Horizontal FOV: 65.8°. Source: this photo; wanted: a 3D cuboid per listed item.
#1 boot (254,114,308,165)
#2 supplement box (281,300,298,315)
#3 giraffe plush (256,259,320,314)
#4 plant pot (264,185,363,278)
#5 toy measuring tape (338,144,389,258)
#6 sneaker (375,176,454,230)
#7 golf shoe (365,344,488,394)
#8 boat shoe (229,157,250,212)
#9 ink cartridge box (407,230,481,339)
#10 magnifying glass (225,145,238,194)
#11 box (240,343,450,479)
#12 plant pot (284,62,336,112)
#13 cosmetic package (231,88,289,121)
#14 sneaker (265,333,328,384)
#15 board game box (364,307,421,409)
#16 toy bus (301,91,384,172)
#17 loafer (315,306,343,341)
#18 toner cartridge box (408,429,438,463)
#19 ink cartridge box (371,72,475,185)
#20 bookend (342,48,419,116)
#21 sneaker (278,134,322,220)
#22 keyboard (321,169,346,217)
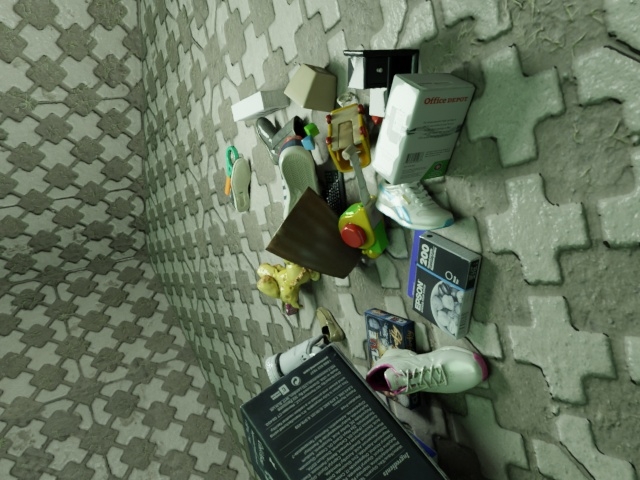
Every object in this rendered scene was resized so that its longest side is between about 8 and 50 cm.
[{"bbox_3d":[-0.124,-0.347,1.586,0.189,0.076,0.208,60,156,-1],"label":"boot"},{"bbox_3d":[-0.115,0.229,1.839,0.055,0.043,0.083,33,130,47],"label":"supplement box"},{"bbox_3d":[-0.101,0.120,1.680,0.170,0.182,0.210,-54,42,27],"label":"giraffe plush"},{"bbox_3d":[0.000,0.000,1.383,0.231,0.215,0.215,34,144,-4],"label":"plant pot"},{"bbox_3d":[0.085,-0.087,1.257,0.121,0.121,0.330,27,146,52],"label":"toy measuring tape"},{"bbox_3d":[0.210,-0.089,1.135,0.229,0.088,0.092,33,128,47],"label":"sneaker"},{"bbox_3d":[0.240,0.322,1.171,0.306,0.140,0.115,-18,88,45],"label":"golf shoe"},{"bbox_3d":[-0.327,-0.226,1.960,0.079,0.084,0.233,44,140,41],"label":"boat shoe"},{"bbox_3d":[0.268,0.092,1.157,0.208,0.045,0.206,34,131,50],"label":"ink cartridge box"},{"bbox_3d":[-0.378,-0.290,2.073,0.092,0.026,0.230,52,142,34],"label":"magnifying glass"},{"bbox_3d":[0.054,0.610,1.256,0.472,0.298,0.479,44,151,29],"label":"box"},{"bbox_3d":[-0.018,-0.423,1.361,0.109,0.109,0.096,47,127,39],"label":"plant pot"},{"bbox_3d":[-0.205,-0.448,1.653,0.239,0.099,0.060,4,106,59],"label":"cosmetic package"},{"bbox_3d":[-0.052,0.431,1.741,0.366,0.210,0.137,56,-169,-76],"label":"sneaker"},{"bbox_3d":[0.197,0.322,1.367,0.165,0.042,0.243,10,111,57],"label":"board game box"},{"bbox_3d":[0.076,-0.264,1.258,0.191,0.202,0.104,29,157,43],"label":"toy bus"},{"bbox_3d":[0.021,0.277,1.630,0.148,0.050,0.056,45,137,41],"label":"loafer"},{"bbox_3d":[0.193,0.607,1.461,0.348,0.075,0.165,25,124,53],"label":"toner cartridge box"},{"bbox_3d":[0.207,-0.231,1.017,0.087,0.153,0.208,49,139,39],"label":"ink cartridge box"},{"bbox_3d":[0.131,-0.339,1.091,0.072,0.157,0.156,30,126,51],"label":"bookend"},{"bbox_3d":[-0.058,-0.163,1.524,0.148,0.131,0.349,-98,5,-48],"label":"sneaker"},{"bbox_3d":[0.037,-0.118,1.469,0.108,0.023,0.180,11,111,57],"label":"keyboard"}]
